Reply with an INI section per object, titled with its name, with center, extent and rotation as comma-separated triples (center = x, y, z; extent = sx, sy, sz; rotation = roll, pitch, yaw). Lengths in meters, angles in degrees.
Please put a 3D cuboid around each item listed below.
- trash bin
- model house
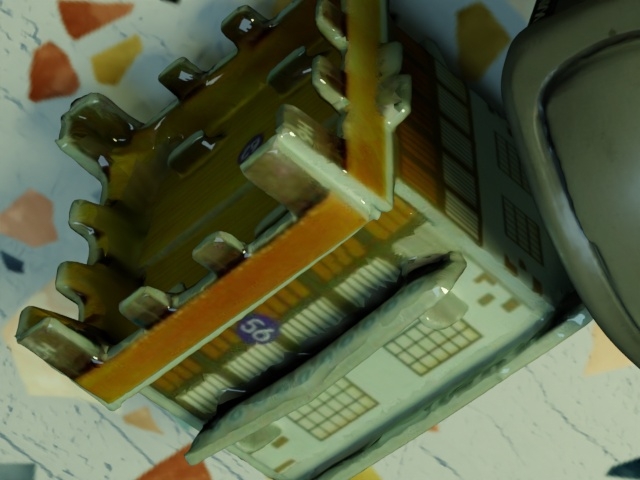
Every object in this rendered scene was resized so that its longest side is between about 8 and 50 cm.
[trash bin]
center = 0.161, -0.054, 0.735
extent = 0.101, 0.236, 0.176
rotation = -23, 113, 25
[model house]
center = 0.000, 0.000, 0.831
extent = 0.224, 0.198, 0.215
rotation = -37, 123, 27
